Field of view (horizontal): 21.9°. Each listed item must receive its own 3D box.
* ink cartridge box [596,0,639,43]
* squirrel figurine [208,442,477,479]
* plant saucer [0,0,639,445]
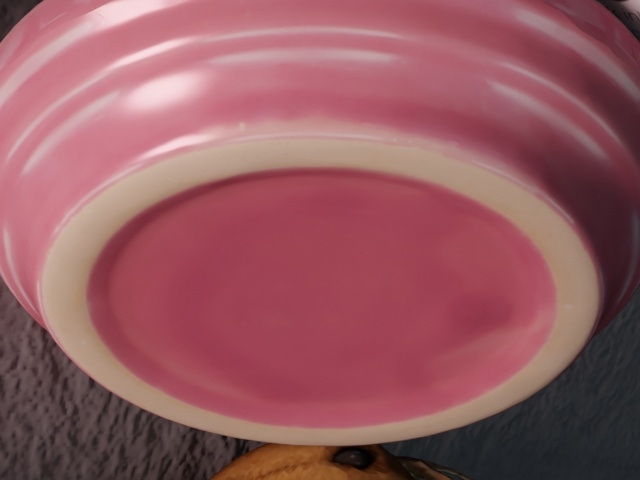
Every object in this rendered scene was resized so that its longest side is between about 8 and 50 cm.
[{"bbox_3d":[0.057,-0.237,0.728,0.166,0.285,0.395,-54,133,-13],"label":"ink cartridge box"},{"bbox_3d":[0.027,0.310,0.914,0.281,0.370,0.397,-21,148,-37],"label":"squirrel figurine"},{"bbox_3d":[0.000,0.000,0.757,0.332,0.332,0.084,45,35,-43],"label":"plant saucer"}]
